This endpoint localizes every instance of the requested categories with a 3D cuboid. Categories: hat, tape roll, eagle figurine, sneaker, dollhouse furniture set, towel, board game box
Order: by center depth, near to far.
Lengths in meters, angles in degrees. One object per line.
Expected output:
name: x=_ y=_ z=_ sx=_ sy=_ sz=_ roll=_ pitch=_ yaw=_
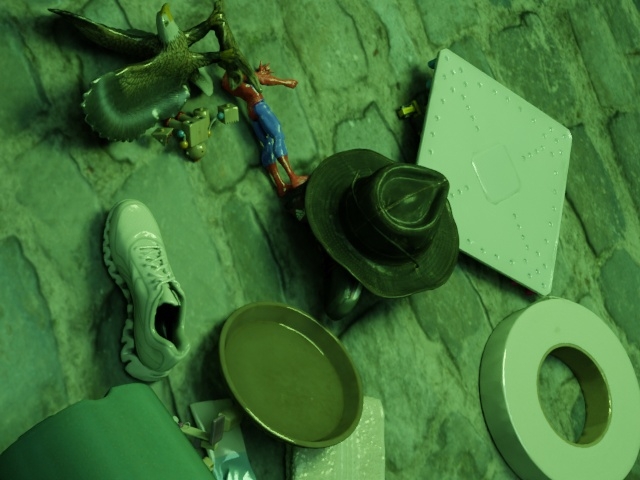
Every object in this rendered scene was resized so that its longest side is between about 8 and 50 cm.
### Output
sneaker: x=-0.262 y=0.067 z=1.843 sx=0.110 sy=0.118 sz=0.292 roll=-4 pitch=73 yaw=-35
dollhouse furniture set: x=-0.181 y=0.299 z=1.851 sx=0.114 sy=0.081 sz=0.091 roll=-22 pitch=123 yaw=-66
eagle figurine: x=-0.279 y=-0.304 z=1.943 sx=0.298 sy=0.226 sz=0.225 roll=-18 pitch=118 yaw=-16
towel: x=0.023 y=0.386 z=1.970 sx=0.187 sy=0.049 sz=0.282 roll=15 pitch=64 yaw=-32
hat: x=0.141 y=-0.063 z=2.061 sx=0.331 sy=0.134 sz=0.331 roll=19 pitch=50 yaw=-23
sneaker: x=0.000 y=0.000 z=2.079 sx=0.162 sy=0.106 sz=0.281 roll=28 pitch=48 yaw=-21
tape roll: x=0.477 y=0.307 z=2.318 sx=0.392 sy=0.072 sz=0.392 roll=14 pitch=64 yaw=-31
board game box: x=0.337 y=-0.131 z=2.371 sx=0.390 sy=0.050 sz=0.390 roll=27 pitch=62 yaw=-30

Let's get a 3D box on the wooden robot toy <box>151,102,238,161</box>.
wooden robot toy: x=-0.216 y=-0.177 z=2.021 sx=0.173 sy=0.076 sz=0.079 roll=-30 pitch=126 yaw=-40

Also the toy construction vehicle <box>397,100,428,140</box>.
toy construction vehicle: x=0.206 y=-0.240 z=2.361 sx=0.098 sy=0.035 sz=0.086 roll=-22 pitch=85 yaw=-32

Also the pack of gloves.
pack of gloves: x=-0.194 y=0.370 z=1.832 sx=0.195 sy=0.046 sz=0.232 roll=-3 pitch=64 yaw=-38

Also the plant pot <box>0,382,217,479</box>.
plant pot: x=-0.257 y=0.395 z=1.581 sx=0.341 sy=0.341 sz=0.334 roll=-18 pitch=68 yaw=-39

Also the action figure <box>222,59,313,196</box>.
action figure: x=-0.079 y=-0.234 z=2.112 sx=0.139 sy=0.091 sz=0.280 roll=-31 pitch=92 yaw=-33

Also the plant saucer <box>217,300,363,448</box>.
plant saucer: x=-0.053 y=0.224 z=1.937 sx=0.277 sy=0.041 sz=0.278 roll=24 pitch=41 yaw=-22
